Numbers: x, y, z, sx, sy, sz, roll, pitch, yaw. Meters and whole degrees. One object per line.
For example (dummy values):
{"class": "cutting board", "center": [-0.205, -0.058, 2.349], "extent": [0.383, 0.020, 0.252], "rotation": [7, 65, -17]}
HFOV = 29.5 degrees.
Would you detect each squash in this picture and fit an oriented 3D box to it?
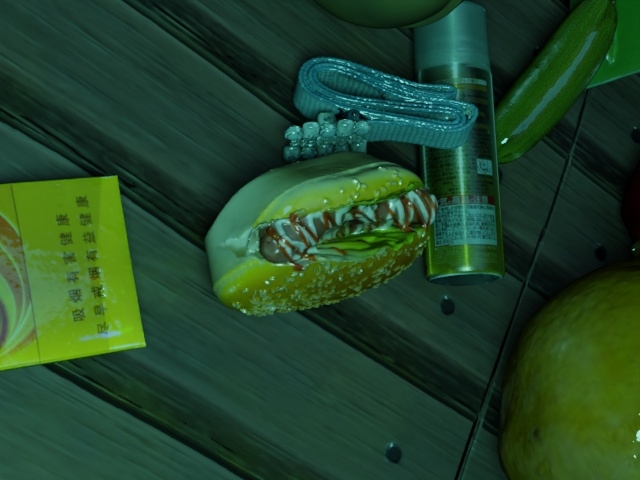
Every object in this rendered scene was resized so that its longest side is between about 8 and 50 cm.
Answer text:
{"class": "squash", "center": [0.256, -0.179, 1.311], "extent": [0.066, 0.066, 0.252], "rotation": [41, 80, -18]}

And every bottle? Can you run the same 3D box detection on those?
{"class": "bottle", "center": [0.139, -0.100, 1.240], "extent": [0.082, 0.082, 0.286], "rotation": [5, 77, -32]}

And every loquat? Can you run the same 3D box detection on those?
{"class": "loquat", "center": [0.332, 0.172, 1.164], "extent": [0.328, 0.328, 0.328], "rotation": [8, 75, -31]}

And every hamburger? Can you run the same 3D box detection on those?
{"class": "hamburger", "center": [0.000, 0.000, 1.078], "extent": [0.210, 0.173, 0.116], "rotation": [-16, 63, -35]}

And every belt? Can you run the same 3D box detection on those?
{"class": "belt", "center": [0.059, -0.116, 1.165], "extent": [0.179, 0.065, 0.100], "rotation": [10, 62, 0]}

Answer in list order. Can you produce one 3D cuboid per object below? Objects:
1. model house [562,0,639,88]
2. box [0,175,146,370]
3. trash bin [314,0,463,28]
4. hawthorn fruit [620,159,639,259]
{"class": "model house", "center": [0.472, -0.307, 1.414], "extent": [0.312, 0.242, 0.358], "rotation": [13, 71, -33]}
{"class": "box", "center": [-0.277, 0.033, 0.964], "extent": [0.269, 0.043, 0.152], "rotation": [-6, 82, -34]}
{"class": "trash bin", "center": [0.099, -0.341, 1.192], "extent": [0.214, 0.214, 0.334], "rotation": [52, 55, -12]}
{"class": "hawthorn fruit", "center": [0.417, -0.040, 1.363], "extent": [0.169, 0.169, 0.188], "rotation": [43, 83, -18]}
